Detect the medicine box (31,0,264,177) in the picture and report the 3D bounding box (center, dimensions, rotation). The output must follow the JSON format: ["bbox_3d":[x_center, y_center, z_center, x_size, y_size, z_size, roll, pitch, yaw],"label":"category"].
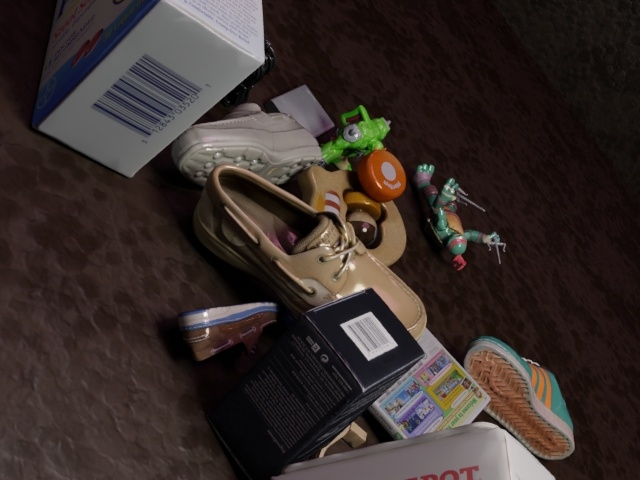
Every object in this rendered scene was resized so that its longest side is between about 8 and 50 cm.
[{"bbox_3d":[-0.213,-0.276,1.023,0.149,0.263,0.289,28,42,-37],"label":"medicine box"}]

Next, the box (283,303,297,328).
[{"bbox_3d":[0.010,0.082,1.143,0.081,0.136,0.028,53,-4,-25],"label":"box"}]

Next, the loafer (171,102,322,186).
[{"bbox_3d":[-0.113,-0.143,1.192,0.111,0.112,0.319,58,24,12],"label":"loafer"}]

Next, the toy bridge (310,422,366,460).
[{"bbox_3d":[0.013,0.300,1.034,0.063,0.026,0.188,44,34,-14],"label":"toy bridge"}]

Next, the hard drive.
[{"bbox_3d":[-0.035,-0.218,1.429,0.094,0.022,0.135,54,32,-3],"label":"hard drive"}]

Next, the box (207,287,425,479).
[{"bbox_3d":[-0.006,0.169,0.947,0.108,0.207,0.153,51,29,15],"label":"box"}]

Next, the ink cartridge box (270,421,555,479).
[{"bbox_3d":[0.095,0.401,0.772,0.160,0.279,0.385,44,36,-42],"label":"ink cartridge box"}]

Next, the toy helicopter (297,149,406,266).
[{"bbox_3d":[0.000,0.000,1.224,0.355,0.140,0.235,-8,77,-43],"label":"toy helicopter"}]

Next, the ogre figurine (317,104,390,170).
[{"bbox_3d":[0.048,-0.165,1.402,0.197,0.118,0.097,5,58,-50],"label":"ogre figurine"}]

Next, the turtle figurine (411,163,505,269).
[{"bbox_3d":[0.254,-0.045,1.570,0.175,0.118,0.234,48,15,-40],"label":"turtle figurine"}]

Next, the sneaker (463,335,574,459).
[{"bbox_3d":[0.348,0.257,1.445,0.302,0.108,0.121,50,31,-25],"label":"sneaker"}]

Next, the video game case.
[{"bbox_3d":[0.142,0.216,1.221,0.193,0.023,0.212,48,37,11],"label":"video game case"}]

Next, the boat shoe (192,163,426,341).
[{"bbox_3d":[-0.007,0.024,1.041,0.341,0.110,0.122,29,52,0],"label":"boat shoe"}]

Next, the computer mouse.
[{"bbox_3d":[-0.181,-0.316,1.199,0.060,0.184,0.262,-44,102,-32],"label":"computer mouse"}]

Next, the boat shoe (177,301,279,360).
[{"bbox_3d":[-0.111,0.113,1.011,0.183,0.066,0.066,-1,83,-59],"label":"boat shoe"}]
